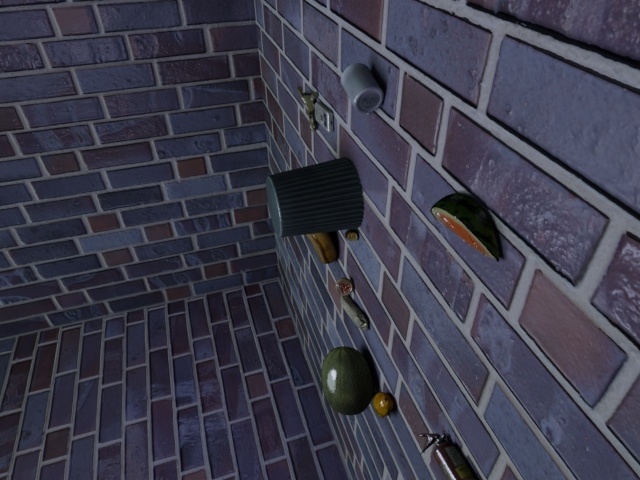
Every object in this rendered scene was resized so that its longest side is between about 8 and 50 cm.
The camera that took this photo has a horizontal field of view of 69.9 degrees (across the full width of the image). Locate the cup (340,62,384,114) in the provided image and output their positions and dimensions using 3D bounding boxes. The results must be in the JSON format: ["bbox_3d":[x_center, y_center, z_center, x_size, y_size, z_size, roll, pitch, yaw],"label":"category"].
[{"bbox_3d":[0.141,-0.466,1.429,0.099,0.136,0.133,-40,51,25],"label":"cup"}]

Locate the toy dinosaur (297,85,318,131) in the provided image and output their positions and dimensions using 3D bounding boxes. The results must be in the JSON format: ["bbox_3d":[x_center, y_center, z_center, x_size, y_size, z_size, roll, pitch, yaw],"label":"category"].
[{"bbox_3d":[-0.064,-0.646,2.130,0.200,0.072,0.251,85,159,-69],"label":"toy dinosaur"}]

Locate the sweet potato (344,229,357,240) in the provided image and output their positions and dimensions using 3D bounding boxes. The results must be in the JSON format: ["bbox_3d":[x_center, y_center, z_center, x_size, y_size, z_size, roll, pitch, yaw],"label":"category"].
[{"bbox_3d":[0.123,-0.024,1.932,0.117,0.049,0.049,-141,41,-75],"label":"sweet potato"}]

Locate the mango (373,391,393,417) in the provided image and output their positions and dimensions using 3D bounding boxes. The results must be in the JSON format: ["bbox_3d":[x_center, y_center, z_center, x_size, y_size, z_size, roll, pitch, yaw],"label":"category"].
[{"bbox_3d":[0.261,0.687,1.917,0.190,0.075,0.098,89,170,-60],"label":"mango"}]

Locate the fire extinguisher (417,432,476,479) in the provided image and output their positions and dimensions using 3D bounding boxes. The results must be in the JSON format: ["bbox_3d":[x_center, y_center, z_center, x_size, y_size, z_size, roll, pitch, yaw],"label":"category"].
[{"bbox_3d":[0.373,0.667,1.369,0.075,0.106,0.252,64,177,-36],"label":"fire extinguisher"}]

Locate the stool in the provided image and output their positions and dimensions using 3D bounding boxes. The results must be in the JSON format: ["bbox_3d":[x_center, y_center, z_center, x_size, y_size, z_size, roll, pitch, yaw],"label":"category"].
[{"bbox_3d":[-0.032,-0.161,1.842,0.297,0.330,0.297,168,90,-76],"label":"stool"}]

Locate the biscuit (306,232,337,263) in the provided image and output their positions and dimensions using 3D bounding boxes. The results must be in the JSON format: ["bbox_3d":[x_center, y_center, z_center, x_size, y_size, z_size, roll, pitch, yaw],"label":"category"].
[{"bbox_3d":[0.001,-0.001,2.260,0.274,0.091,0.213,64,167,-24],"label":"biscuit"}]

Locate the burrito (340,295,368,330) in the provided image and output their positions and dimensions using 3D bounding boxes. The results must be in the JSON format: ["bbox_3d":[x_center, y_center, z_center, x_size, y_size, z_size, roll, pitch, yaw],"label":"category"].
[{"bbox_3d":[0.147,0.323,2.098,0.082,0.059,0.275,69,172,-26],"label":"burrito"}]

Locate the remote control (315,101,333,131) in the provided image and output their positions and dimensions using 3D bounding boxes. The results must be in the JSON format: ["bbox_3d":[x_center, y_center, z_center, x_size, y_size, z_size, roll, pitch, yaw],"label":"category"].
[{"bbox_3d":[0.014,-0.536,1.978,0.190,0.029,0.087,-120,23,-54],"label":"remote control"}]

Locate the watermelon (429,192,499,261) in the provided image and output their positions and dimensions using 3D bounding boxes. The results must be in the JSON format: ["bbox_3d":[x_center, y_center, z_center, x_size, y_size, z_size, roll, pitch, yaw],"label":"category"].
[{"bbox_3d":[0.332,-0.041,1.065,0.245,0.063,0.119,47,165,56],"label":"watermelon"}]

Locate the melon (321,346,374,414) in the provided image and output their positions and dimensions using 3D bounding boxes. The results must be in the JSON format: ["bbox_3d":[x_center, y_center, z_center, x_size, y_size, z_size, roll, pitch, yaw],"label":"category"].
[{"bbox_3d":[0.123,0.632,2.080,0.237,0.238,0.301,169,90,-76],"label":"melon"}]

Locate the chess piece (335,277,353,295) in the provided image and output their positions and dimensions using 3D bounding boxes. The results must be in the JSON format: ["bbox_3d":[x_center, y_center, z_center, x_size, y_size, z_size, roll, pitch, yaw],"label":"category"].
[{"bbox_3d":[0.110,0.212,2.103,0.038,0.084,0.083,-76,-23,-79],"label":"chess piece"}]
